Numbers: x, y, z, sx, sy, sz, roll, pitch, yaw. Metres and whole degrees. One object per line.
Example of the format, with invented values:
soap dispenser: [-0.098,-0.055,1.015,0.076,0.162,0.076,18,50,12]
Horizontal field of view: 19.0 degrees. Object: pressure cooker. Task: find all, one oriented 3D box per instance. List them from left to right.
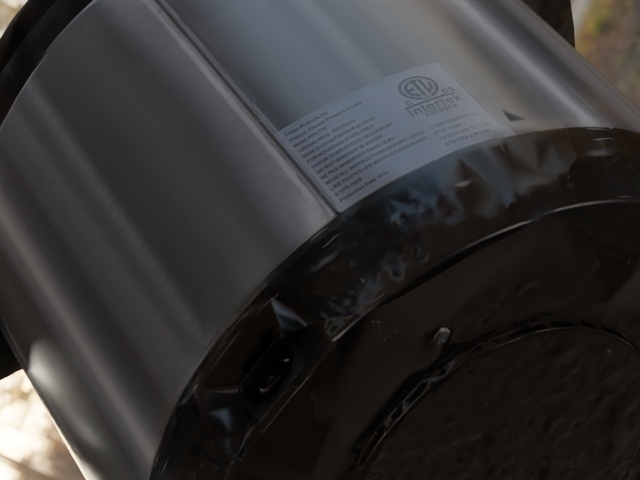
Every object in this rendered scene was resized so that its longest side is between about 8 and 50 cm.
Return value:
pressure cooker: [0.000,-0.005,1.089,0.420,0.370,0.375,50,120,41]
